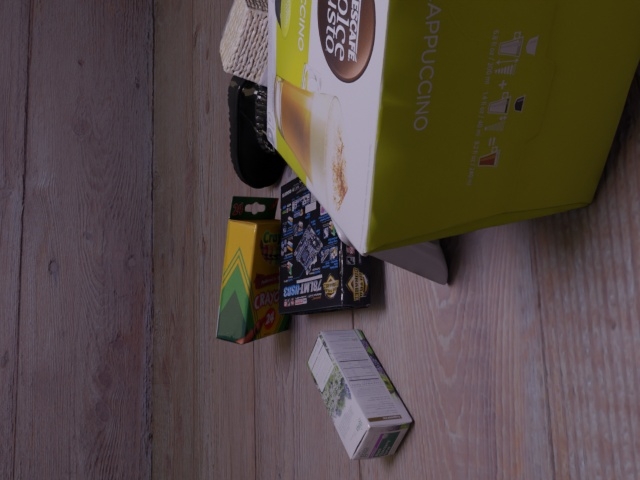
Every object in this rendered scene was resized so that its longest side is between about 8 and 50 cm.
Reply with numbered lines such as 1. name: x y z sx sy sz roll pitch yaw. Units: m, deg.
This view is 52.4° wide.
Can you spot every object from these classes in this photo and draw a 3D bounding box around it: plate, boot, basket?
1. plate: 0.093 -0.077 1.046 0.045 0.277 0.278 -39 51 26
2. boot: -0.084 -0.210 1.504 0.260 0.131 0.348 32 149 27
3. basket: -0.136 -0.424 1.348 0.113 0.103 0.167 -107 34 -41

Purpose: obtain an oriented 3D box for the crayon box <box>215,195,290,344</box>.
1. crayon box: -0.137 0.061 1.485 0.081 0.202 0.318 10 97 27

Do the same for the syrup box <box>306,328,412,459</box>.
1. syrup box: 0.066 0.280 1.212 0.237 0.096 0.093 58 137 45

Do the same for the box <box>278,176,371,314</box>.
1. box: 0.000 0.000 1.330 0.295 0.073 0.293 -20 69 62

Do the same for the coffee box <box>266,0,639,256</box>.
1. coffee box: 0.144 -0.232 0.810 0.334 0.338 0.337 -125 31 -49

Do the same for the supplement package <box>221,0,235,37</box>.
1. supplement package: -0.087 -0.524 1.487 0.293 0.178 0.175 -58 40 42
